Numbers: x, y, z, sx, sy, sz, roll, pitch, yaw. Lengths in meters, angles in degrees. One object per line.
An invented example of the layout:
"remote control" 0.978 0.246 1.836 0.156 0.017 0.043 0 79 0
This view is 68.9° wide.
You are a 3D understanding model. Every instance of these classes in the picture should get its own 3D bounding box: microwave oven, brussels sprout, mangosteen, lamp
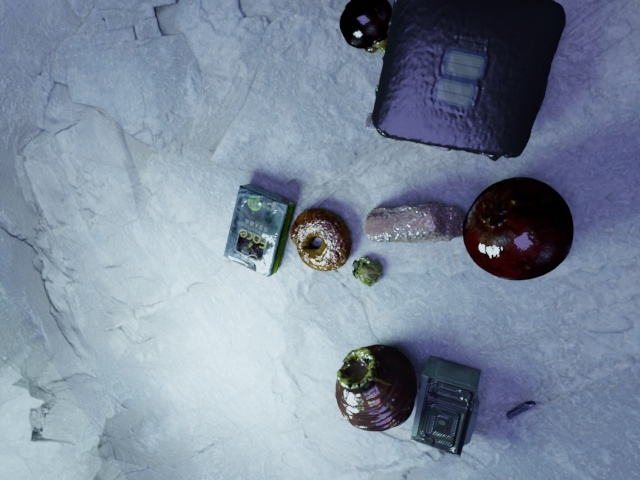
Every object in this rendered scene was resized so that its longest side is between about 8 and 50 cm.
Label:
"microwave oven" 0.337 0.445 1.255 0.162 0.122 0.208 13 109 20
"brussels sprout" 0.124 0.084 1.287 0.085 0.058 0.085 -1 89 32
"mangosteen" 0.118 -0.499 1.093 0.137 0.137 0.151 -30 115 27
"mangosteen" 0.460 -0.013 1.050 0.261 0.236 0.235 26 121 -33
"lamp" 0.145 0.393 1.261 0.246 0.247 0.247 6 106 21

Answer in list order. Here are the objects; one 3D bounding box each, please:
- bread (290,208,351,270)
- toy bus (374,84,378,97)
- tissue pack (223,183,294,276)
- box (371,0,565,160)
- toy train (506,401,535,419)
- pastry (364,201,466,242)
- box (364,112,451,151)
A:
"bread" 0.000 0.000 1.312 0.193 0.064 0.193 8 109 24
"toy bus" 0.175 -0.360 1.159 0.083 0.031 0.037 25 122 15
"tissue pack" -0.182 -0.031 1.373 0.173 0.073 0.236 24 112 17
"box" 0.309 -0.371 1.023 0.358 0.091 0.351 12 101 6
"toy train" 0.530 0.446 1.233 0.083 0.017 0.017 -45 77 26
"pastry" 0.231 -0.042 1.176 0.265 0.112 0.103 -3 92 22
"box" 0.220 -0.268 1.149 0.218 0.055 0.040 20 108 16
